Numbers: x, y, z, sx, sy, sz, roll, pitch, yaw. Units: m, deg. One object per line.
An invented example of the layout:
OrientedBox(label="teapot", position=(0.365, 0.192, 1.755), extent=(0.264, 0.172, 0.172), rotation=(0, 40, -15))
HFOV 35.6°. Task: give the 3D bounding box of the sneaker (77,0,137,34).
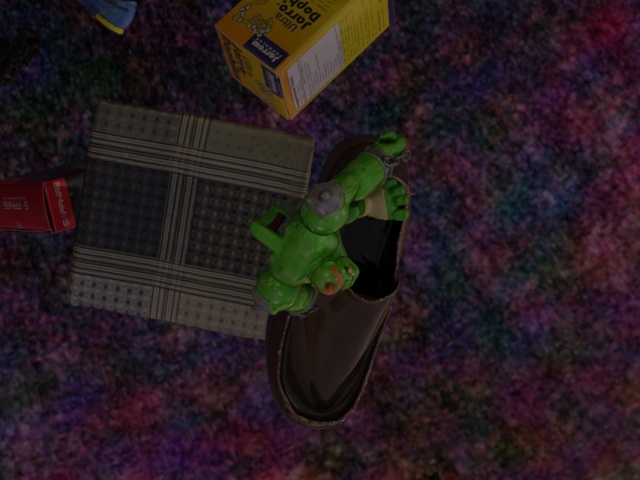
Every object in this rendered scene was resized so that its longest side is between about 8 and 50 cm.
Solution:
OrientedBox(label="sneaker", position=(-0.430, -0.482, 1.911), extent=(0.082, 0.209, 0.069), rotation=(-56, 160, 17))

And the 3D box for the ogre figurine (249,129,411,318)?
OrientedBox(label="ogre figurine", position=(0.000, 0.000, 0.867), extent=(0.197, 0.097, 0.118), rotation=(-36, 175, 35))

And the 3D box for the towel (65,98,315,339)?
OrientedBox(label="towel", position=(-0.182, -0.025, 1.416), extent=(0.324, 0.056, 0.312), rotation=(11, 102, 0))

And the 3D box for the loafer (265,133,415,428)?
OrientedBox(label="loafer", position=(0.020, 0.060, 1.165), extent=(0.133, 0.130, 0.366), rotation=(8, 103, -12))

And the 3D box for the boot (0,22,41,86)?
OrientedBox(label="boot", position=(-0.520, -0.330, 1.698), extent=(0.045, 0.121, 0.099), rotation=(19, 130, -39))

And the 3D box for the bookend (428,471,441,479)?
OrientedBox(label="bookend", position=(0.051, 0.316, 0.943), extent=(0.156, 0.157, 0.072), rotation=(-7, 147, -1))

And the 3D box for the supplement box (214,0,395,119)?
OrientedBox(label="supplement box", position=(-0.026, -0.477, 2.175), extent=(0.356, 0.195, 0.194), rotation=(-45, 158, -14))

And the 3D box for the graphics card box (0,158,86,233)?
OrientedBox(label="graphics card box", position=(-0.360, -0.102, 1.738), extent=(0.371, 0.232, 0.094), rotation=(-18, 103, -37))
